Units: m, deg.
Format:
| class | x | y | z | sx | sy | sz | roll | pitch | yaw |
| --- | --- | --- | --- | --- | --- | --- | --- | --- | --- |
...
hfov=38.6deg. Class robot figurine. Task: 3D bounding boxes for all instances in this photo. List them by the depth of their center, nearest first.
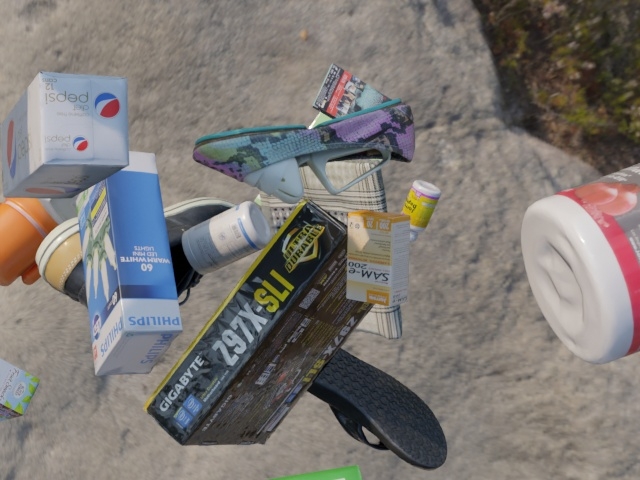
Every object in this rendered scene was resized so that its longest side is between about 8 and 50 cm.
| class | x | y | z | sx | sy | sz | roll | pitch | yaw |
| --- | --- | --- | --- | --- | --- | --- | --- | --- | --- |
| robot figurine | -0.581 | -0.001 | 1.715 | 0.158 | 0.128 | 0.219 | 36 | 65 | 11 |

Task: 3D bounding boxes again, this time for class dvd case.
| class | x | y | z | sx | sy | sz | roll | pitch | yaw |
| --- | --- | --- | --- | --- | --- | --- | --- | --- | --- |
| dvd case | 0.053 | -0.222 | 1.484 | 0.120 | 0.013 | 0.087 | 28 | 68 | -14 |

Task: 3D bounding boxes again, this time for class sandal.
| class | x | y | z | sx | sy | sz | roll | pitch | yaw |
| --- | --- | --- | --- | --- | --- | --- | --- | --- | --- |
| sandal | 0.082 | 0.350 | 1.998 | 0.446 | 0.107 | 0.167 | 36 | 41 | 3 |

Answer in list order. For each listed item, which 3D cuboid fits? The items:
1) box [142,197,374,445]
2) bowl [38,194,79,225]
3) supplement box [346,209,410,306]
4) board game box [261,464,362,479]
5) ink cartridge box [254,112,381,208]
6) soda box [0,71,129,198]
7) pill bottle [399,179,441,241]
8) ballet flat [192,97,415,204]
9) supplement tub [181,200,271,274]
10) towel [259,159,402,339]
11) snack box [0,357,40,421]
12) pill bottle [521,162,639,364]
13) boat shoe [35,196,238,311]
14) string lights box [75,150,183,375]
| class | x | y | z | sx | sy | sz | roll | pitch | yaw |
| --- | --- | --- | --- | --- | --- | --- | --- | --- | --- |
| box | -0.049 | 0.119 | 1.173 | 0.079 | 0.257 | 0.322 | 39 | 94 | 21 |
| bowl | -0.425 | -0.078 | 1.618 | 0.142 | 0.142 | 0.053 | -23 | 48 | 1 |
| supplement box | 0.063 | 0.019 | 1.006 | 0.036 | 0.062 | 0.098 | -11 | 104 | -51 |
| board game box | -0.076 | 0.331 | 0.809 | 0.242 | 0.316 | 0.064 | -7 | 43 | -6 |
| ink cartridge box | 0.003 | -0.122 | 1.852 | 0.171 | 0.056 | 0.235 | 35 | 85 | 13 |
| soda box | -0.225 | -0.083 | 0.783 | 0.069 | 0.216 | 0.073 | -1 | 86 | -26 |
| pill bottle | 0.139 | -0.042 | 1.312 | 0.043 | 0.043 | 0.083 | 14 | 111 | -18 |
| ballet flat | -0.007 | -0.079 | 0.869 | 0.222 | 0.077 | 0.079 | -13 | 87 | -18 |
| supplement tub | -0.129 | -0.003 | 1.262 | 0.107 | 0.071 | 0.071 | -24 | 94 | 17 |
| towel | 0.000 | 0.000 | 1.576 | 0.056 | 0.324 | 0.312 | -22 | 112 | -36 |
| snack box | -0.569 | 0.208 | 1.416 | 0.207 | 0.175 | 0.070 | 38 | 54 | -26 |
| pill bottle | 0.383 | -0.007 | 0.927 | 0.319 | 0.176 | 0.176 | -19 | 92 | -9 |
| boat shoe | -0.276 | 0.034 | 1.648 | 0.156 | 0.186 | 0.500 | 44 | 26 | 20 |
| string lights box | -0.248 | 0.027 | 1.168 | 0.077 | 0.133 | 0.259 | 3 | 57 | -30 |
